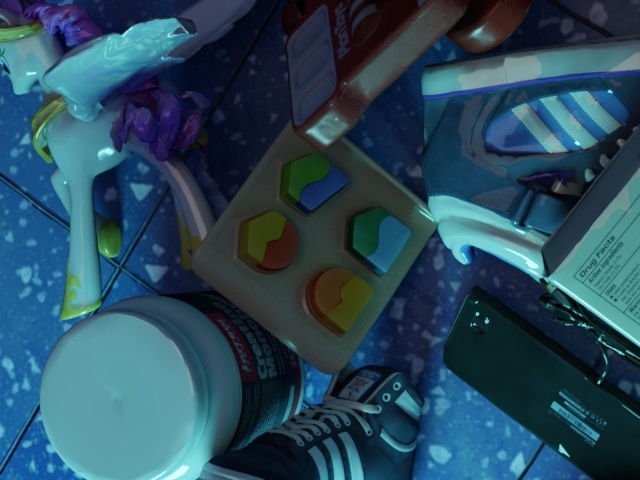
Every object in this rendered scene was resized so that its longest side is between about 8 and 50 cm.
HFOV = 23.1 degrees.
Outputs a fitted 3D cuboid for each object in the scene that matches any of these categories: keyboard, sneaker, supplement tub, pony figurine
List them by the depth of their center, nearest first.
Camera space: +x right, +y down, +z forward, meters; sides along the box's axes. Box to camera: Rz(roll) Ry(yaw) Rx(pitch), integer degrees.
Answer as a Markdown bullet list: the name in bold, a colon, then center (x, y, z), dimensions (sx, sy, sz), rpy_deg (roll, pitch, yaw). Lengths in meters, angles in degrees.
- **keyboard**: center (0.268, 0.146, 1.526), dimensions (0.317, 0.033, 0.202), rpy_deg (36, 139, 15)
- **sneaker**: center (0.259, -0.074, 1.533), dimensions (0.322, 0.130, 0.236), rpy_deg (-5, 99, 15)
- **sneaker**: center (0.000, 0.189, 1.552), dimensions (0.099, 0.282, 0.153), rpy_deg (13, 89, 42)
- **supplement tub**: center (-0.144, 0.148, 1.594), dimensions (0.191, 0.272, 0.191), rpy_deg (0, 90, 20)
- **pony figurine**: center (-0.199, -0.131, 1.640), dimensions (0.351, 0.303, 0.364), rpy_deg (-16, 100, 28)

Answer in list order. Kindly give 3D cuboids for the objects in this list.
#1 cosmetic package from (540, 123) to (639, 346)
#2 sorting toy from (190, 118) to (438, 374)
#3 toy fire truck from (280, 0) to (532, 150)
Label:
- **cosmetic package**: center (0.372, 0.051, 1.433), dimensions (0.309, 0.113, 0.160), rpy_deg (37, 104, -5)
- **sorting toy**: center (0.000, 0.000, 1.582), dimensions (0.193, 0.038, 0.208), rpy_deg (39, 73, -11)
- **toy fire truck**: center (0.052, -0.256, 1.541), dimensions (0.254, 0.169, 0.302), rpy_deg (-41, 34, 25)
